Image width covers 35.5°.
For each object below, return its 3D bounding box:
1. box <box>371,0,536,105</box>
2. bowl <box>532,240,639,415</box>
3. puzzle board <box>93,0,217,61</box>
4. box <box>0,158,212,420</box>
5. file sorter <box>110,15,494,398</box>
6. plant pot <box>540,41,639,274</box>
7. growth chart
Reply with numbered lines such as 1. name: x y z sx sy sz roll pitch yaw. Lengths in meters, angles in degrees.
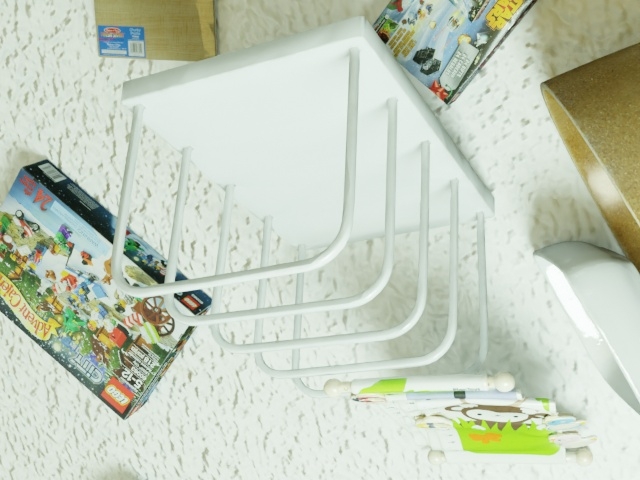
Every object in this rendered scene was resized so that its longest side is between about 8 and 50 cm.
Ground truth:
1. box: 0.114 -0.192 0.816 0.094 0.027 0.137 43 117 7
2. bowl: 0.231 0.060 0.791 0.053 0.142 0.142 -30 94 3
3. puzzle board: -0.154 -0.217 0.929 0.128 0.011 0.096 6 109 21
4. box: -0.241 0.051 1.027 0.233 0.044 0.159 39 116 7
5. file sorter: 0.000 0.000 0.758 0.193 0.277 0.173 -10 63 25
6. plant pot: 0.320 -0.066 0.679 0.254 0.237 0.237 -29 94 10
7. growth chart: 0.129 0.151 0.831 0.172 0.237 0.021 -8 60 26
